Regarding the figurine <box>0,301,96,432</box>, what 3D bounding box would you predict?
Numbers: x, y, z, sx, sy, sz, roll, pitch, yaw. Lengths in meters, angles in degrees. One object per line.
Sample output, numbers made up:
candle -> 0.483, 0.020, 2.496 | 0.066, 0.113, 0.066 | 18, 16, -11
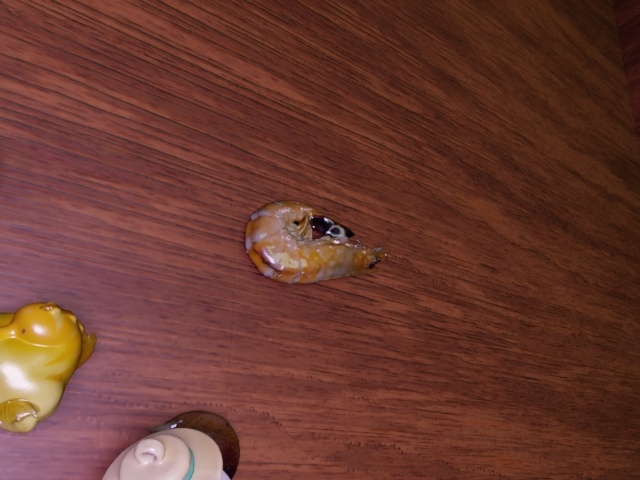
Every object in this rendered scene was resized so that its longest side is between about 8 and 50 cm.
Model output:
figurine -> -0.358, 0.160, 0.557 | 0.246, 0.131, 0.156 | -33, 55, -24

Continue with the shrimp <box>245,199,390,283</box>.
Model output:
shrimp -> 0.000, 0.000, 0.914 | 0.287, 0.063, 0.152 | 0, 63, -35

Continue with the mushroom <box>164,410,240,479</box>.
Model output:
mushroom -> -0.164, 0.284, 0.697 | 0.123, 0.052, 0.123 | 14, 64, -29

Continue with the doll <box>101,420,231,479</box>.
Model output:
doll -> -0.135, 0.335, 0.618 | 0.271, 0.208, 0.144 | 34, 27, -18
